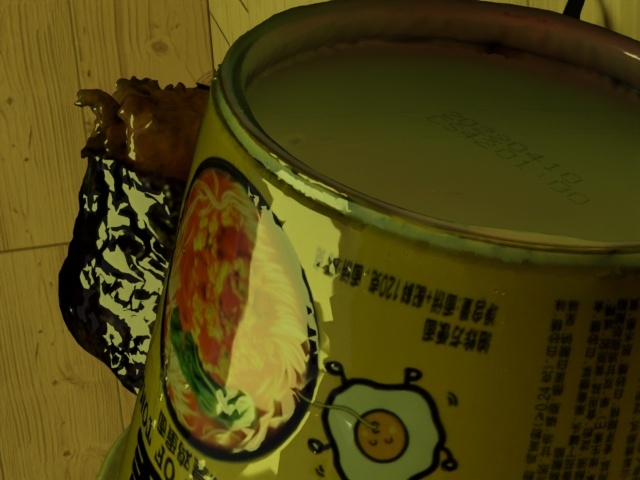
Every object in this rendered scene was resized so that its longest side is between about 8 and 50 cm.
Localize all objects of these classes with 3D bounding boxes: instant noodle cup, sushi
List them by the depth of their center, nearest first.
[{"bbox_3d":[0.060,0.049,0.680,0.325,0.325,0.254,-112,26,-55],"label":"instant noodle cup"},{"bbox_3d":[0.000,0.000,0.977,0.234,0.348,0.207,25,111,37],"label":"sushi"}]

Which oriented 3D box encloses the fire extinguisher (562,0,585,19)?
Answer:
[{"bbox_3d":[0.141,-0.052,0.836,0.062,0.050,0.177,-40,-47,-55],"label":"fire extinguisher"}]
